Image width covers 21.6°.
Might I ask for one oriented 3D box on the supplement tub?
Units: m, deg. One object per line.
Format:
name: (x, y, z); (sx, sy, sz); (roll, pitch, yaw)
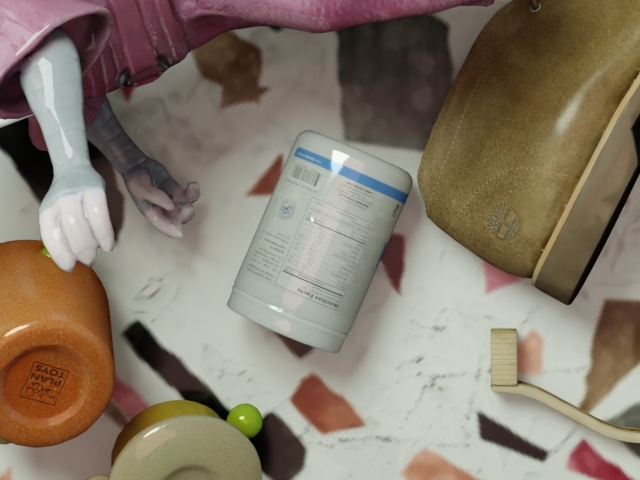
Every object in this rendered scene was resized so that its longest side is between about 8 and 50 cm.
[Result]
supplement tub: (0.000, 0.000, 0.915); (0.071, 0.071, 0.107); (23, 92, 2)

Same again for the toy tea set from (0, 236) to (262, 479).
toy tea set: (-0.206, 0.143, 0.924); (0.336, 0.124, 0.200); (-36, 118, -1)

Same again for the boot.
boot: (0.152, -0.126, 0.896); (0.115, 0.112, 0.305); (28, 93, 13)

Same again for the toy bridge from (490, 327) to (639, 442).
toy bridge: (0.188, 0.080, 0.929); (0.188, 0.026, 0.063); (0, 93, 2)

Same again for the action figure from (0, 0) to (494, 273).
action figure: (-0.096, -0.135, 0.809); (0.370, 0.248, 0.275); (-20, 93, -11)
